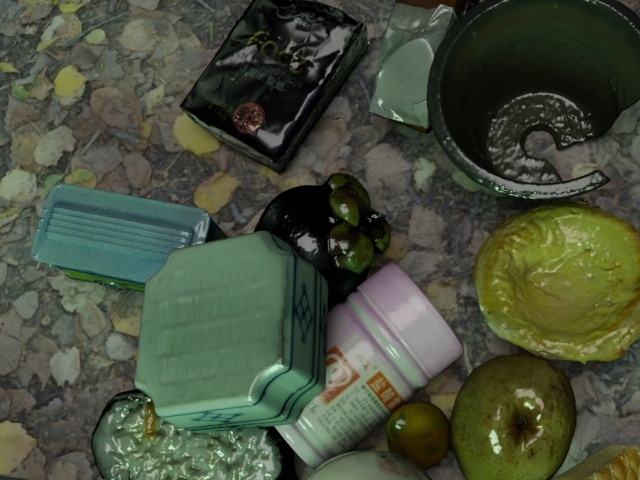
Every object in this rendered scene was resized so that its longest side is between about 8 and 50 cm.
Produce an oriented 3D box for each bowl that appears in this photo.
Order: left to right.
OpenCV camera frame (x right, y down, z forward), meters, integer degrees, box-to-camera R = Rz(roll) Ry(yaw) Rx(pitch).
[{"bbox_3d":[0.060,0.427,1.448,0.277,0.277,0.145,-30,43,1],"label":"bowl"}]

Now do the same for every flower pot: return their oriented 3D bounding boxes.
[{"bbox_3d":[0.368,-0.217,1.578,0.379,0.251,0.380,-3,75,11],"label":"flower pot"}]

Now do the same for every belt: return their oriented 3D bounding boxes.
[{"bbox_3d":[0.197,-0.359,1.672,0.122,0.217,0.339,17,80,16],"label":"belt"}]

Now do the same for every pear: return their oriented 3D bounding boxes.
[{"bbox_3d":[0.299,0.288,1.454,0.188,0.211,0.229,18,78,14],"label":"pear"}]

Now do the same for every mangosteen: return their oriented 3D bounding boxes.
[{"bbox_3d":[0.000,0.000,1.598,0.242,0.243,0.243,-3,72,10],"label":"mangosteen"}]

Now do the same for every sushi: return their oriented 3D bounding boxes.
[{"bbox_3d":[-0.207,0.360,1.552,0.350,0.171,0.211,8,76,13],"label":"sushi"}]

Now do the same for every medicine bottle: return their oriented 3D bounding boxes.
[{"bbox_3d":[0.058,0.208,1.530,0.316,0.202,0.202,-40,70,-2],"label":"medicine bottle"}]

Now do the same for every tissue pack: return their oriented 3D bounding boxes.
[{"bbox_3d":[-0.087,-0.323,1.767,0.245,0.123,0.332,31,81,16],"label":"tissue pack"}]

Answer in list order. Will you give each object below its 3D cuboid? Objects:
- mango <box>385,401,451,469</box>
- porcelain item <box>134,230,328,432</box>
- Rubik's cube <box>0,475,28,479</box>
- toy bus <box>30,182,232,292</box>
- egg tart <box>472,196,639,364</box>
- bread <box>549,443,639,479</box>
[{"bbox_3d":[0.159,0.312,1.501,0.111,0.163,0.089,-38,55,-21],"label":"mango"},{"bbox_3d":[-0.133,0.145,1.428,0.285,0.157,0.282,-13,62,24],"label":"porcelain item"},{"bbox_3d":[-0.488,0.560,1.479,0.291,0.290,0.292,20,79,16],"label":"Rubik's cube"},{"bbox_3d":[-0.334,0.013,1.673,0.312,0.190,0.152,10,76,14],"label":"toy bus"},{"bbox_3d":[0.406,0.078,1.530,0.314,0.120,0.315,-7,55,11],"label":"egg tart"},{"bbox_3d":[0.423,0.399,1.412,0.188,0.068,0.126,-17,96,-34],"label":"bread"}]
